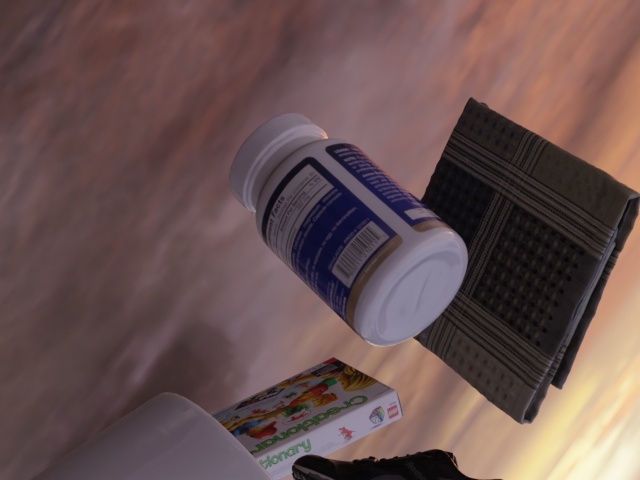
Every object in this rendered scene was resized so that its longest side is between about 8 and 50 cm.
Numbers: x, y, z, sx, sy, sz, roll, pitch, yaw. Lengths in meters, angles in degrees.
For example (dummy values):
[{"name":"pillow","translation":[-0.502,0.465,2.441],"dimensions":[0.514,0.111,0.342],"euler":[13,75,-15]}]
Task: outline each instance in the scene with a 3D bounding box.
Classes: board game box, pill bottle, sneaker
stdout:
[{"name":"board game box","translation":[-0.054,0.279,2.328],"dimensions":[0.305,0.193,0.053],"euler":[-24,112,-24]},{"name":"pill bottle","translation":[0.024,-0.019,1.713],"dimensions":[0.153,0.264,0.153],"euler":[-30,145,-24]},{"name":"sneaker","translation":[0.103,0.299,1.834],"dimensions":[0.124,0.283,0.107],"euler":[-51,142,-29]}]

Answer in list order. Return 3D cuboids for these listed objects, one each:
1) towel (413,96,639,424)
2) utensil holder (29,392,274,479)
[{"name":"towel","translation":[0.222,0.022,1.874],"dimensions":[0.056,0.324,0.312],"euler":[13,108,-39]},{"name":"utensil holder","translation":[-0.195,0.356,1.265],"dimensions":[0.385,0.327,0.328],"euler":[-35,163,-22]}]
